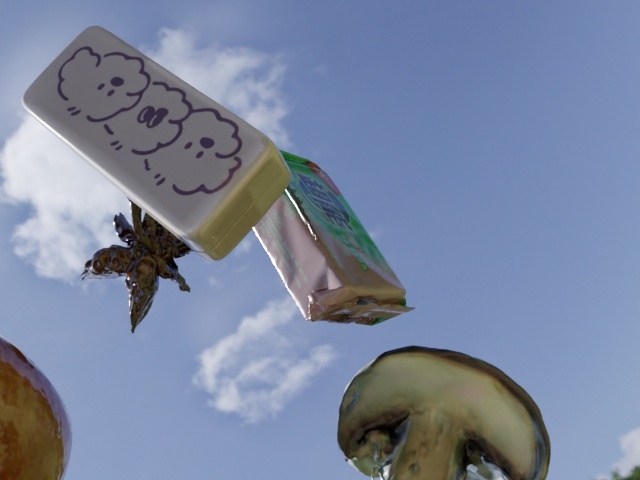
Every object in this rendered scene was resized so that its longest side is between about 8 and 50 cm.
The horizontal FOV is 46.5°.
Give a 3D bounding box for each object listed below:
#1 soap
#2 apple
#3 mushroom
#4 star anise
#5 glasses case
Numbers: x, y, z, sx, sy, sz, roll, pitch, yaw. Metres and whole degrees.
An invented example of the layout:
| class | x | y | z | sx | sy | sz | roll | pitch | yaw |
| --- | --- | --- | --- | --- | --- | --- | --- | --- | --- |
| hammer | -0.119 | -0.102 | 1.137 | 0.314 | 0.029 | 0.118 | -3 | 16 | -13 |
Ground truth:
| class | x | y | z | sx | sy | sz | roll | pitch | yaw |
| --- | --- | --- | --- | --- | --- | --- | --- | --- | --- |
| soap | -0.002 | 0.002 | 1.078 | 0.098 | 0.273 | 0.217 | -43 | -30 | 21 |
| apple | -0.553 | 0.271 | 0.996 | 0.334 | 0.400 | 0.400 | -59 | -35 | -33 |
| mushroom | 0.154 | 0.247 | 0.989 | 0.164 | 0.266 | 0.190 | 88 | -178 | -71 |
| star anise | -0.361 | -0.002 | 1.437 | 0.148 | 0.237 | 0.347 | -85 | -8 | -74 |
| glasses case | -0.196 | -0.120 | 0.858 | 0.144 | 0.336 | 0.076 | -51 | -28 | -9 |
